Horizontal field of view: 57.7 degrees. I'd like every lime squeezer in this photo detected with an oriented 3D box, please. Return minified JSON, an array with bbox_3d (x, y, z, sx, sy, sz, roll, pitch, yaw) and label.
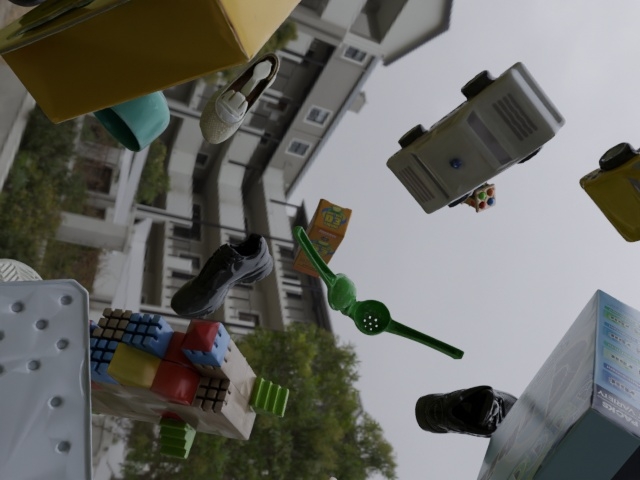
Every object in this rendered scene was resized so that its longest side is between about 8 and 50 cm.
[{"bbox_3d":[0.059,0.093,0.847,0.059,0.310,0.110,-54,-166,-12],"label":"lime squeezer"}]

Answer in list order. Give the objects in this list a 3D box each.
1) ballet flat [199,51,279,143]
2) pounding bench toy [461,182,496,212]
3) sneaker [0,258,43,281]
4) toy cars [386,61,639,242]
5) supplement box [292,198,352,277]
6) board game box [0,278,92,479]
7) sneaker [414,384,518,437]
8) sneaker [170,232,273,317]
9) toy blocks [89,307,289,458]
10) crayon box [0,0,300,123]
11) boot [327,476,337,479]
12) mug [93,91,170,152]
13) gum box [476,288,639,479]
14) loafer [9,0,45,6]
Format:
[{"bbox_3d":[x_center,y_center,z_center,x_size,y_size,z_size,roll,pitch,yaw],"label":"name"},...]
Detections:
[{"bbox_3d":[-0.114,-0.210,0.825,0.168,0.057,0.052,-59,-164,-24],"label":"ballet flat"},{"bbox_3d":[0.337,-0.112,1.241,0.065,0.052,0.083,41,-31,54],"label":"pounding bench toy"},{"bbox_3d":[-0.436,0.200,0.750,0.148,0.131,0.350,-26,-120,34],"label":"sneaker"},{"bbox_3d":[0.241,-0.075,0.564,0.087,0.394,0.176,-48,141,-49],"label":"toy cars"},{"bbox_3d":[0.000,0.000,1.327,0.233,0.078,0.080,117,-7,-58],"label":"supplement box"},{"bbox_3d":[-0.392,0.233,0.464,0.050,0.390,0.390,-7,-96,57],"label":"board game box"},{"bbox_3d":[0.290,0.299,1.006,0.130,0.227,0.087,-25,-121,56],"label":"sneaker"},{"bbox_3d":[-0.245,0.075,1.413,0.109,0.286,0.130,37,-31,29],"label":"sneaker"},{"bbox_3d":[-0.269,0.206,0.919,0.261,0.381,0.190,73,26,-52],"label":"toy blocks"},{"bbox_3d":[-0.112,-0.201,0.467,0.202,0.081,0.318,-6,-141,30],"label":"crayon box"},{"bbox_3d":[0.065,0.720,1.440,0.211,0.104,0.295,44,-25,29],"label":"boot"},{"bbox_3d":[-0.344,-0.239,1.059,0.097,0.129,0.158,-49,-157,-21],"label":"mug"},{"bbox_3d":[0.144,0.127,0.360,0.184,0.041,0.157,-28,146,-61],"label":"gum box"},{"bbox_3d":[-0.335,-0.319,0.525,0.080,0.220,0.078,-50,-162,-8],"label":"loafer"}]
